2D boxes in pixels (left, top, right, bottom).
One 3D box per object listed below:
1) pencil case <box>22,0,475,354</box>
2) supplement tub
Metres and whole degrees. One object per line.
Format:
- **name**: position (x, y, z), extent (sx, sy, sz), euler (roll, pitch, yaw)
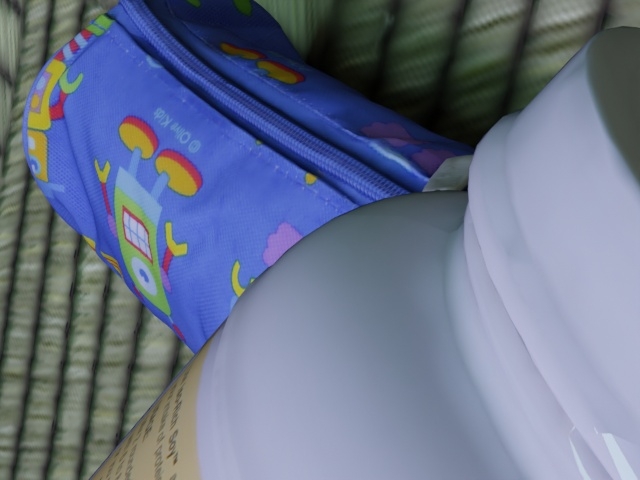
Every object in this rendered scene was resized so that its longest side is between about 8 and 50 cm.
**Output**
- **pencil case**: position (0.000, 0.000, 0.655), extent (0.306, 0.119, 0.133), euler (39, 147, 53)
- **supplement tub**: position (0.029, 0.141, 0.429), extent (0.331, 0.241, 0.241), euler (-49, 47, 23)
